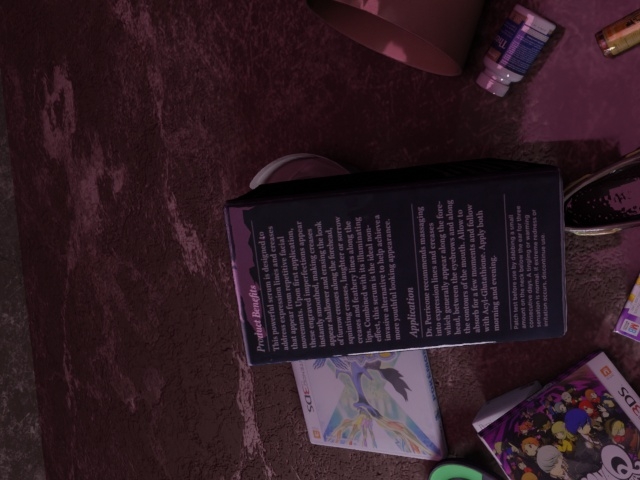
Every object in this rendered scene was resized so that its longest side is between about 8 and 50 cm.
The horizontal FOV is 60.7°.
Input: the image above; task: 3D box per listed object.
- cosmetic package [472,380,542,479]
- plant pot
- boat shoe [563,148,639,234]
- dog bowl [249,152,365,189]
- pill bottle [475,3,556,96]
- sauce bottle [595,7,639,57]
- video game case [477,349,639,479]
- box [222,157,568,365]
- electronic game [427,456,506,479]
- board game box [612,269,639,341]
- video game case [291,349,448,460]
[{"bbox_3d":[0.373,0.367,0.910,0.117,0.086,0.231,-42,79,35],"label":"cosmetic package"},{"bbox_3d":[0.148,-0.418,0.785,0.257,0.256,0.273,31,101,26],"label":"plant pot"},{"bbox_3d":[0.460,-0.078,0.720,0.305,0.091,0.109,-23,88,38],"label":"boat shoe"},{"bbox_3d":[0.000,0.000,1.068,0.349,0.102,0.348,10,108,33],"label":"dog bowl"},{"bbox_3d":[0.284,-0.279,0.809,0.067,0.067,0.120,41,122,20],"label":"pill bottle"},{"bbox_3d":[0.432,-0.289,0.716,0.128,0.042,0.042,-26,87,36],"label":"sauce bottle"},{"bbox_3d":[0.397,0.319,0.828,0.232,0.042,0.210,-35,79,1],"label":"video game case"},{"bbox_3d":[0.094,0.010,0.780,0.396,0.293,0.211,-6,100,4],"label":"box"},{"bbox_3d":[0.295,0.501,0.999,0.229,0.048,0.229,25,127,37],"label":"electronic game"},{"bbox_3d":[0.542,0.091,0.675,0.275,0.144,0.142,24,115,28],"label":"board game box"},{"bbox_3d":[0.080,0.294,1.131,0.329,0.036,0.299,-9,97,37],"label":"video game case"}]
